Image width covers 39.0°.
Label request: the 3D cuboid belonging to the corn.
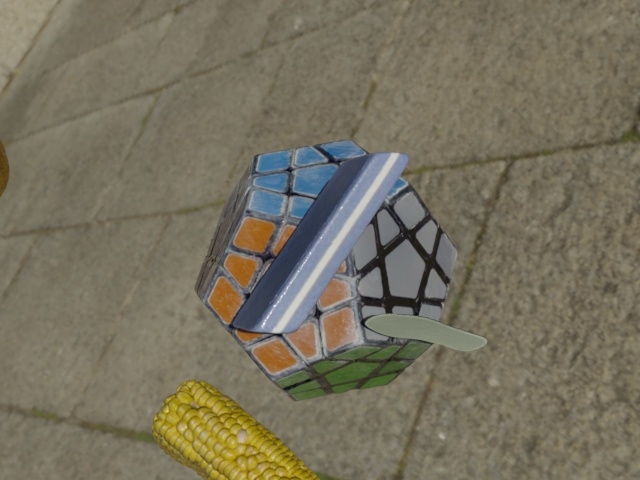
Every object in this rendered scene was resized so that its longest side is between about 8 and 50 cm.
[{"bbox_3d":[-0.074,0.263,1.009,0.292,0.101,0.101,36,89,28],"label":"corn"}]

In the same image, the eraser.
[{"bbox_3d":[0.000,0.000,0.859,0.225,0.036,0.082,-56,19,-14],"label":"eraser"}]

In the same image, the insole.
[{"bbox_3d":[0.113,0.097,0.949,0.053,0.153,0.002,-38,45,42],"label":"insole"}]

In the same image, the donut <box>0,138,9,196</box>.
[{"bbox_3d":[-0.499,-0.111,1.261,0.078,0.146,0.181,-31,54,26],"label":"donut"}]

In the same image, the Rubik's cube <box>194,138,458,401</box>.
[{"bbox_3d":[0.004,0.037,1.087,0.319,0.264,0.319,-1,37,0],"label":"Rubik's cube"}]
